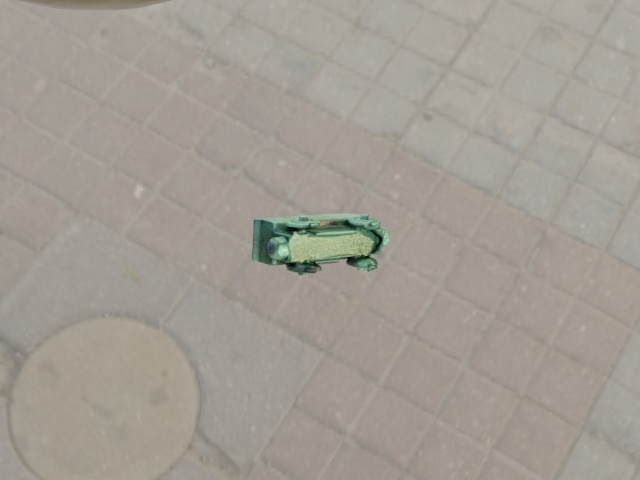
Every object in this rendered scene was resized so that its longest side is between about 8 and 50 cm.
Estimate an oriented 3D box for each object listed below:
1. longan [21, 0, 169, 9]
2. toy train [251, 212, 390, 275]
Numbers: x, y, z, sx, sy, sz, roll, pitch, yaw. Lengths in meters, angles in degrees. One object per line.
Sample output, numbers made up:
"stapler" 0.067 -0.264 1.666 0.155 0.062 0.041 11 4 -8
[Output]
"longan" -0.113 -0.270 0.564 0.318 0.319 0.319 1 60 -2
"toy train" 0.000 0.000 1.326 0.172 0.070 0.099 -4 11 -38
